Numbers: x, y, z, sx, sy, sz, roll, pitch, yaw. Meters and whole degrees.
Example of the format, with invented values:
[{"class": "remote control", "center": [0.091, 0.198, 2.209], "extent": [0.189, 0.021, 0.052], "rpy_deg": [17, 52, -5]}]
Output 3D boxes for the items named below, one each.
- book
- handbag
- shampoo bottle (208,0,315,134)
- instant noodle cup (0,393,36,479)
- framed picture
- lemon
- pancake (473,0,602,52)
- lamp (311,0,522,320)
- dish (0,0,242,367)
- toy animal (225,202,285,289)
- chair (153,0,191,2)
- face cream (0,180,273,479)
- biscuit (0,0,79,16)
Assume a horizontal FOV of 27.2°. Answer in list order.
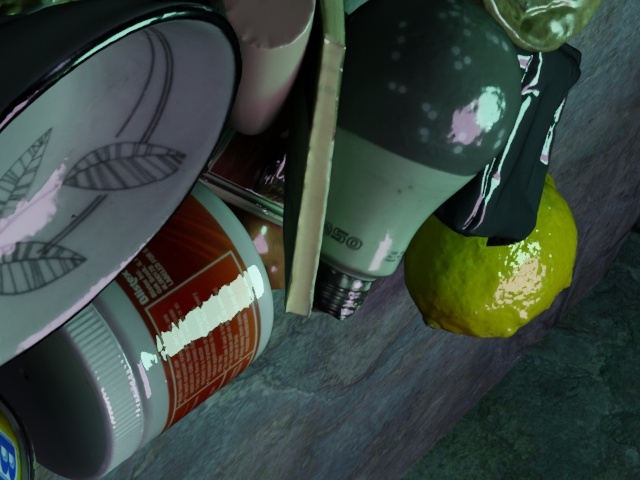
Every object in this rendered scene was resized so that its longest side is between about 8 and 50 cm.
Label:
[{"class": "book", "center": [-0.009, -0.105, 1.102], "extent": [0.201, 0.026, 0.289], "rpy_deg": [-94, -171, -46]}, {"class": "handbag", "center": [0.180, -0.134, 1.554], "extent": [0.302, 0.178, 0.275], "rpy_deg": [0, 112, -69]}, {"class": "shampoo bottle", "center": [-0.053, -0.153, 1.036], "extent": [0.078, 0.127, 0.257], "rpy_deg": [-6, 172, -7]}, {"class": "instant noodle cup", "center": [-0.317, 0.150, 0.903], "extent": [0.205, 0.205, 0.153], "rpy_deg": [-45, 154, -17]}, {"class": "framed picture", "center": [0.015, -0.100, 1.297], "extent": [0.273, 0.016, 0.216], "rpy_deg": [24, 103, -47]}, {"class": "lemon", "center": [0.245, 0.013, 1.902], "extent": [0.288, 0.233, 0.233], "rpy_deg": [-48, 162, -11]}, {"class": "pancake", "center": [0.219, -0.316, 1.344], "extent": [0.242, 0.050, 0.241], "rpy_deg": [-11, 108, -38]}, {"class": "lamp", "center": [0.076, -0.071, 1.189], "extent": [0.182, 0.182, 0.313], "rpy_deg": [1, 101, -67]}, {"class": "dish", "center": [-0.189, -0.040, 0.780], "extent": [0.316, 0.106, 0.316], "rpy_deg": [-44, 168, -11]}, {"class": "toy animal", "center": [-0.029, -0.054, 1.372], "extent": [0.312, 0.097, 0.157], "rpy_deg": [-47, 149, -5]}, {"class": "chair", "center": [-0.112, -0.172, 1.006], "extent": [0.086, 0.037, 0.042], "rpy_deg": [-46, 150, -1]}, {"class": "face cream", "center": [-0.167, 0.060, 1.057], "extent": [0.187, 0.201, 0.201], "rpy_deg": [-36, 156, -38]}, {"class": "biscuit", "center": [-0.216, -0.080, 0.922], "extent": [0.208, 0.049, 0.181], "rpy_deg": [-53, 160, 4]}]
